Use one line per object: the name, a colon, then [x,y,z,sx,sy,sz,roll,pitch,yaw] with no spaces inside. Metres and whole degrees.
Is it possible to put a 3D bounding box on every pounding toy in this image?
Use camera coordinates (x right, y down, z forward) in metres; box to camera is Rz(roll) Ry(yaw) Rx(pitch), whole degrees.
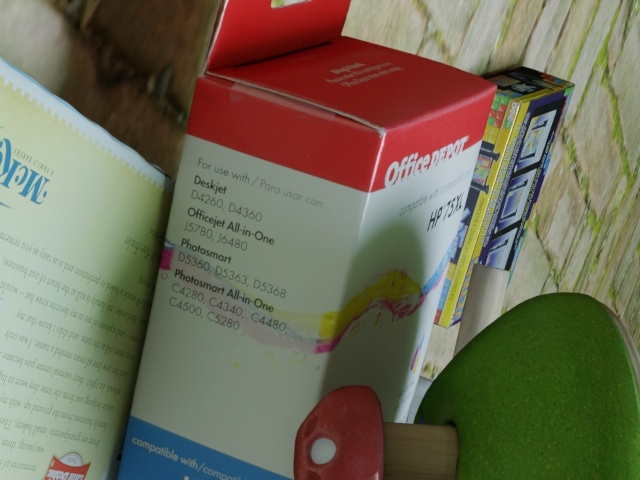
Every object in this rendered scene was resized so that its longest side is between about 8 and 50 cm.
pounding toy: [0.036,0.102,0.619,0.237,0.110,0.182,-139,-125,-79]

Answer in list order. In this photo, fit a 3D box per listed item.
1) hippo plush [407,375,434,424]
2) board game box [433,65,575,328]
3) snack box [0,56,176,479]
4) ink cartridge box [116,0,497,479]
hippo plush: [0.036,0.222,1.084,0.236,0.234,0.294,52,39,-34]
board game box: [0.118,-0.034,1.190,0.141,0.048,0.170,-20,130,-64]
snack box: [-0.115,0.051,0.599,0.187,0.060,0.322,-68,162,-6]
ink cartridge box: [0.000,0.000,0.655,0.134,0.078,0.231,-29,136,-64]
